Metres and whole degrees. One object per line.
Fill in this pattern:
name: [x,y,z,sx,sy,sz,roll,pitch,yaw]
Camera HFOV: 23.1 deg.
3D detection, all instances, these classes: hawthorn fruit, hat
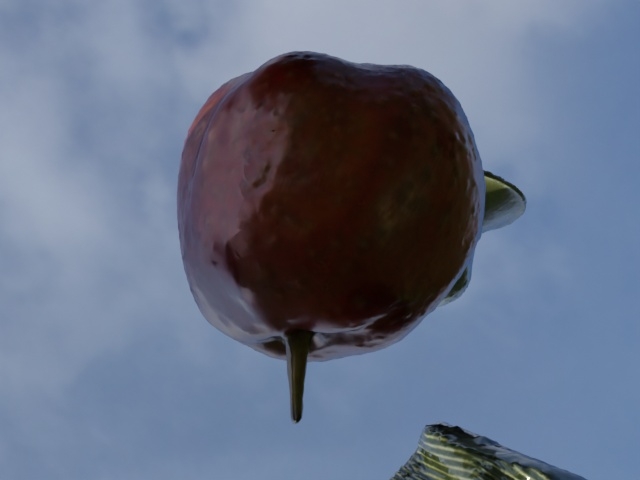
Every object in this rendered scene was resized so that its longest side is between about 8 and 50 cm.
hawthorn fruit: [0.000,0.000,1.390,0.287,0.287,0.330,27,-114,-45]
hat: [0.108,0.009,1.803,0.257,0.257,0.130,25,-117,-45]

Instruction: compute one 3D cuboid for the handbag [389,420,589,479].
handbag: [0.169,0.310,1.288,0.247,0.340,0.240,43,-103,-33]
